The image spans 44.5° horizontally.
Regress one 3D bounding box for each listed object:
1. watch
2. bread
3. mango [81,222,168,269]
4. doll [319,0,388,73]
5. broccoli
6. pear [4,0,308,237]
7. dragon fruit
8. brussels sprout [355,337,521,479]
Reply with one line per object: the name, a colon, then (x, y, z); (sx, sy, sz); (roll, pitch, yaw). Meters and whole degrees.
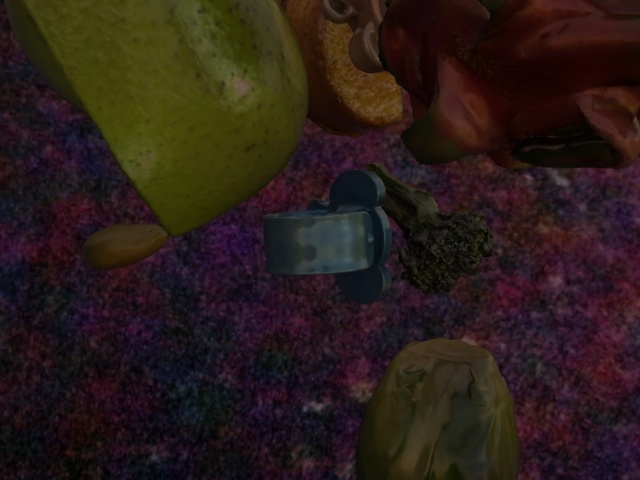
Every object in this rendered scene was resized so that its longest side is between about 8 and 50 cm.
watch: (0.000, 0.000, 1.188); (0.193, 0.210, 0.211); (-8, 37, -43)
bread: (0.024, -0.332, 1.353); (0.179, 0.339, 0.194); (-16, 22, -33)
mango: (-0.396, 0.009, 1.551); (0.191, 0.085, 0.122); (-13, 6, 42)
doll: (0.115, -0.259, 0.669); (0.278, 0.154, 0.119); (-41, 13, -14)
broccoli: (0.153, -0.040, 1.313); (0.145, 0.165, 0.304); (37, 9, -43)
pear: (-0.168, -0.225, 0.769); (0.239, 0.318, 0.342); (-31, 47, -2)
dragon fruit: (0.105, -0.088, 0.329); (0.137, 0.135, 0.236); (-7, 27, -11)
brussels sprout: (0.222, 0.372, 1.413); (0.276, 0.371, 0.315); (8, 23, 43)
